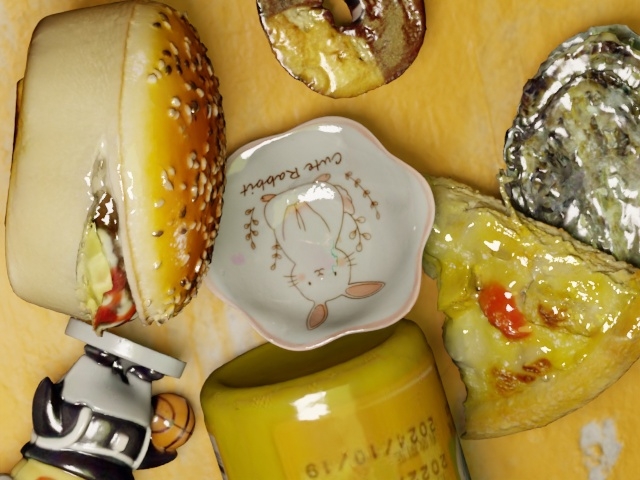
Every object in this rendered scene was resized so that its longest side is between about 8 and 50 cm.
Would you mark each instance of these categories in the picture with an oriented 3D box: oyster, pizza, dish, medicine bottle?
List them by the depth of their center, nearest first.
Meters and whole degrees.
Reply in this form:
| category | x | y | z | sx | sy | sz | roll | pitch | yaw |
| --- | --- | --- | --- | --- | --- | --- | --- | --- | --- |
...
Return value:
| category | x | y | z | sx | sy | sz | roll | pitch | yaw |
| --- | --- | --- | --- | --- | --- | --- | --- | --- | --- |
| medicine bottle | 0.043 | 0.281 | 1.544 | 0.224 | 0.224 | 0.384 | -19 | 98 | -12 |
| dish | 0.000 | 0.000 | 1.561 | 0.229 | 0.081 | 0.229 | -2 | 75 | 7 |
| pizza | 0.165 | 0.052 | 1.596 | 0.287 | 0.075 | 0.280 | 45 | 127 | 8 |
| oyster | 0.282 | -0.035 | 1.628 | 0.158 | 0.162 | 0.351 | -27 | 113 | -43 |

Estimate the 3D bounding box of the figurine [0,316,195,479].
| category | x | y | z | sx | sy | sz | roll | pitch | yaw |
| --- | --- | --- | --- | --- | --- | --- | --- | --- | --- |
| figurine | -0.213 | 0.205 | 1.525 | 0.176 | 0.133 | 0.236 | 27 | 82 | -34 |

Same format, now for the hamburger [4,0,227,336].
| category | x | y | z | sx | sy | sz | roll | pitch | yaw |
| --- | --- | --- | --- | --- | --- | --- | --- | --- | --- |
| hamburger | -0.171 | -0.064 | 1.433 | 0.176 | 0.300 | 0.300 | 5 | 94 | 1 |

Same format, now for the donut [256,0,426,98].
| category | x | y | z | sx | sy | sz | roll | pitch | yaw |
| --- | --- | --- | --- | --- | --- | --- | --- | --- | --- |
| donut | 0.014 | -0.230 | 1.567 | 0.166 | 0.073 | 0.184 | -32 | 103 | -10 |
